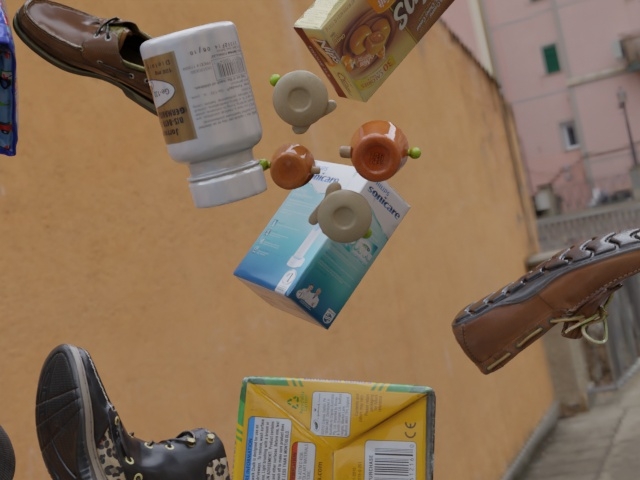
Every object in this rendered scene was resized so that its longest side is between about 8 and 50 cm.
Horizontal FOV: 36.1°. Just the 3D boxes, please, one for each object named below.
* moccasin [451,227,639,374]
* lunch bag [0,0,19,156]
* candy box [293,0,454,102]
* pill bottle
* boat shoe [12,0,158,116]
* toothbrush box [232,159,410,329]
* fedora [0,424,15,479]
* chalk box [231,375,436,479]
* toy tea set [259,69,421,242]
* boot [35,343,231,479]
[{"bbox_3d":[0.400,0.106,1.611,0.380,0.147,0.139,-33,2,19],"label":"moccasin"},{"bbox_3d":[-0.536,-0.311,1.560,0.138,0.221,0.293,-1,-34,-30],"label":"lunch bag"},{"bbox_3d":[0.113,-0.432,1.821,0.088,0.183,0.316,21,65,46],"label":"candy box"},{"bbox_3d":[-0.149,-0.165,1.309,0.131,0.229,0.131,-14,10,3],"label":"pill bottle"},{"bbox_3d":[-0.327,-0.310,1.554,0.307,0.110,0.104,24,-35,-16],"label":"boat shoe"},{"bbox_3d":[0.000,0.000,1.917,0.216,0.126,0.295,15,68,55],"label":"toothbrush box"},{"bbox_3d":[-0.577,0.298,1.361,0.275,0.243,0.124,35,-2,-44],"label":"fedora"},{"bbox_3d":[0.017,0.240,0.992,0.179,0.180,0.289,3,-13,4],"label":"chalk box"},{"bbox_3d":[-0.013,-0.159,1.558,0.200,0.336,0.124,-50,5,15],"label":"toy tea set"},{"bbox_3d":[-0.311,0.353,1.667,0.138,0.377,0.284,-37,-25,34],"label":"boot"}]
